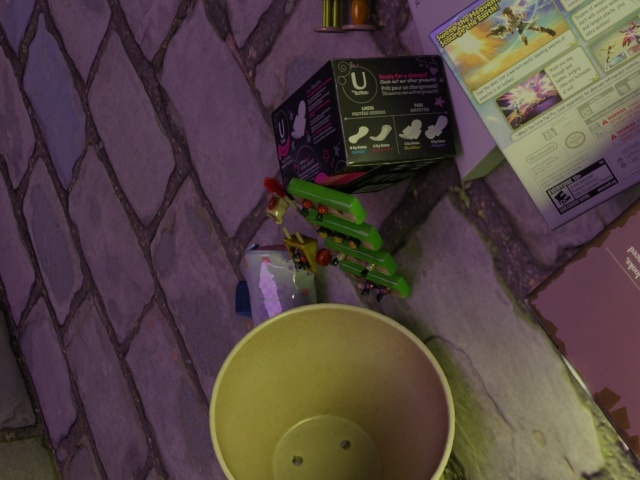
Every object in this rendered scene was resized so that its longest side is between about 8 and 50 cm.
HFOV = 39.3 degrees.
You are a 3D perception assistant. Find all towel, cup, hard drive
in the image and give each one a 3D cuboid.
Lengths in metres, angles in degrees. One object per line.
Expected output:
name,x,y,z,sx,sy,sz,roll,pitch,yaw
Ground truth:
towel,-0.114,0.110,1.626,0.119,0.029,0.067,7,99,52
cup,0.012,0.290,1.298,0.331,0.331,0.237,60,162,28
hard drive,0.178,-0.277,1.116,0.233,0.047,0.353,123,133,-73

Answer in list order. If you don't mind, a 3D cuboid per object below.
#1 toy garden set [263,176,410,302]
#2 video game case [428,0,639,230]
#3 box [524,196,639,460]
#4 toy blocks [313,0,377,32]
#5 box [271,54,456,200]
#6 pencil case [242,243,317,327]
toy garden set,0.000,0.000,1.283,0.203,0.244,0.049,20,68,35
video game case,0.287,-0.182,0.902,0.269,0.061,0.244,-32,93,23
box,0.395,0.012,0.804,0.381,0.143,0.191,-46,58,26
toy blocks,0.038,-0.389,1.346,0.123,0.054,0.148,13,105,50
box,0.052,-0.150,1.230,0.247,0.163,0.142,160,102,-68
pencil case,-0.063,0.140,1.494,0.124,0.113,0.273,-1,93,30
